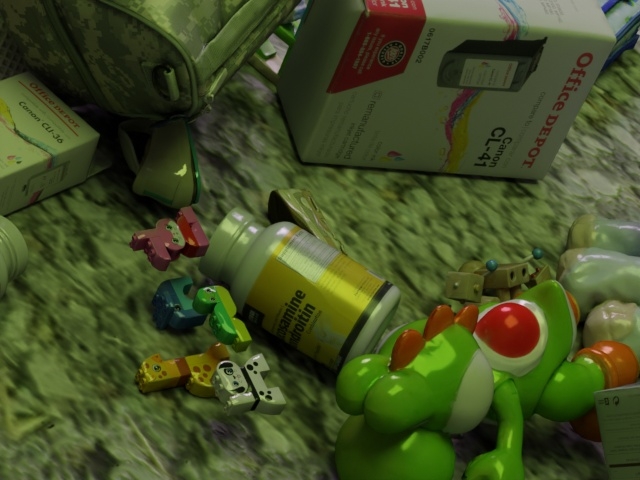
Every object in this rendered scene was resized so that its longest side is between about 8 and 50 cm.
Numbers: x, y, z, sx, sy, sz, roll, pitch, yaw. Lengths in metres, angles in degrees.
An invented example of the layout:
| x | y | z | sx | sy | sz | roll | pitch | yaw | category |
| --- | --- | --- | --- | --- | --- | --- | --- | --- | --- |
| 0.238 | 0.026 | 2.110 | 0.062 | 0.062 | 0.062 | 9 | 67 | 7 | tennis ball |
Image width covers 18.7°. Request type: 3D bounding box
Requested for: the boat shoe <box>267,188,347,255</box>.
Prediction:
| x | y | z | sx | sy | sz | roll | pitch | yaw | category |
| --- | --- | --- | --- | --- | --- | --- | --- | --- | --- |
| -0.001 | 0.001 | 1.977 | 0.048 | 0.056 | 0.153 | -11 | 44 | -29 | boat shoe |

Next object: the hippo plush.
| x | y | z | sx | sy | sz | roll | pitch | yaw | category |
| --- | --- | --- | --- | --- | --- | --- | --- | --- | --- |
| 0.395 | 0.019 | 2.012 | 0.234 | 0.236 | 0.294 | -15 | 54 | -38 | hippo plush |

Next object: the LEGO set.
| x | y | z | sx | sy | sz | roll | pitch | yaw | category |
| --- | --- | --- | --- | --- | --- | --- | --- | --- | --- |
| -0.129 | 0.089 | 1.796 | 0.093 | 0.087 | 0.227 | -10 | 57 | -31 | LEGO set |

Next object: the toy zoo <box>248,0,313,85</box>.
| x | y | z | sx | sy | sz | roll | pitch | yaw | category |
| --- | --- | --- | --- | --- | --- | --- | --- | --- | --- |
| -0.055 | -0.334 | 2.129 | 0.192 | 0.293 | 0.030 | 41 | 42 | 20 | toy zoo |

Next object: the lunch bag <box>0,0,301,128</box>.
| x | y | z | sx | sy | sz | roll | pitch | yaw | category |
| --- | --- | --- | --- | --- | --- | --- | --- | --- | --- |
| -0.141 | -0.265 | 1.935 | 0.256 | 0.212 | 0.305 | 16 | 53 | 37 | lunch bag |

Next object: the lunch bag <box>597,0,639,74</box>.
| x | y | z | sx | sy | sz | roll | pitch | yaw | category |
| --- | --- | --- | --- | --- | --- | --- | --- | --- | --- |
| 0.305 | -0.283 | 2.417 | 0.176 | 0.090 | 0.219 | 38 | 42 | 11 | lunch bag |

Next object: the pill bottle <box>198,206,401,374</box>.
| x | y | z | sx | sy | sz | roll | pitch | yaw | category |
| --- | --- | --- | --- | --- | --- | --- | --- | --- | --- |
| -0.022 | 0.046 | 1.878 | 0.184 | 0.103 | 0.103 | 31 | 40 | 8 | pill bottle |

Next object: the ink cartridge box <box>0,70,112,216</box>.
| x | y | z | sx | sy | sz | roll | pitch | yaw | category |
| --- | --- | --- | --- | --- | --- | --- | --- | --- | --- |
| -0.304 | -0.098 | 1.921 | 0.115 | 0.067 | 0.198 | 41 | 42 | 20 | ink cartridge box |

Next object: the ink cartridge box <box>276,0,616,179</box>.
| x | y | z | sx | sy | sz | roll | pitch | yaw | category |
| --- | --- | --- | --- | --- | --- | --- | --- | --- | --- |
| 0.135 | -0.192 | 2.122 | 0.306 | 0.226 | 0.131 | 4 | 44 | -22 | ink cartridge box |

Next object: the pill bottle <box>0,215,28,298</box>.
| x | y | z | sx | sy | sz | roll | pitch | yaw | category |
| --- | --- | --- | --- | --- | --- | --- | --- | --- | --- |
| -0.339 | 0.037 | 1.740 | 0.087 | 0.087 | 0.160 | 37 | 41 | 14 | pill bottle |

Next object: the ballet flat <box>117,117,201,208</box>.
| x | y | z | sx | sy | sz | roll | pitch | yaw | category |
| --- | --- | --- | --- | --- | --- | --- | --- | --- | --- |
| -0.172 | -0.132 | 2.021 | 0.086 | 0.086 | 0.248 | 10 | 42 | -17 | ballet flat |

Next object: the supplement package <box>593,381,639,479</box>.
| x | y | z | sx | sy | sz | roll | pitch | yaw | category |
| --- | --- | --- | --- | --- | --- | --- | --- | --- | --- |
| 0.340 | 0.217 | 1.808 | 0.105 | 0.105 | 0.179 | -9 | 87 | -34 | supplement package |

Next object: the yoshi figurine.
| x | y | z | sx | sy | sz | roll | pitch | yaw | category |
| --- | --- | --- | --- | --- | --- | --- | --- | --- | --- |
| 0.132 | 0.159 | 1.820 | 0.362 | 0.203 | 0.203 | -7 | 83 | -49 | yoshi figurine |

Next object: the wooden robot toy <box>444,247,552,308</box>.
| x | y | z | sx | sy | sz | roll | pitch | yaw | category |
| --- | --- | --- | --- | --- | --- | --- | --- | --- | --- |
| 0.169 | 0.051 | 2.013 | 0.079 | 0.076 | 0.173 | 4 | 9 | 37 | wooden robot toy |

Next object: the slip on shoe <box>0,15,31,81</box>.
| x | y | z | sx | sy | sz | roll | pitch | yaw | category |
| --- | --- | --- | --- | --- | --- | --- | --- | --- | --- |
| -0.260 | -0.244 | 2.088 | 0.101 | 0.123 | 0.331 | 13 | 33 | 40 | slip on shoe |
